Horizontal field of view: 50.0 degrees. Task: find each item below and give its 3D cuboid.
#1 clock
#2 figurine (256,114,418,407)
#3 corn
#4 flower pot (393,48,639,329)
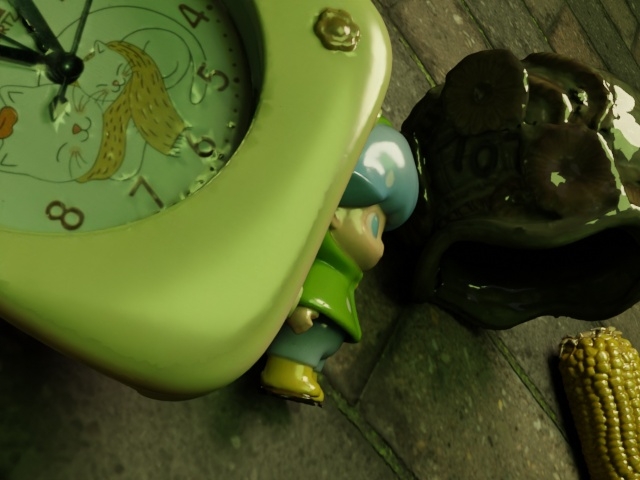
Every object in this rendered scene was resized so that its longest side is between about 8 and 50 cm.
[{"bbox_3d":[-0.148,-0.092,0.412,0.348,0.117,0.286,28,67,-7],"label":"clock"},{"bbox_3d":[0.000,0.000,0.572,0.162,0.143,0.264,62,39,-70],"label":"figurine"},{"bbox_3d":[0.384,0.262,0.867,0.106,0.106,0.305,6,66,-45],"label":"corn"},{"bbox_3d":[0.209,-0.046,0.713,0.301,0.301,0.213,23,57,-38],"label":"flower pot"}]
